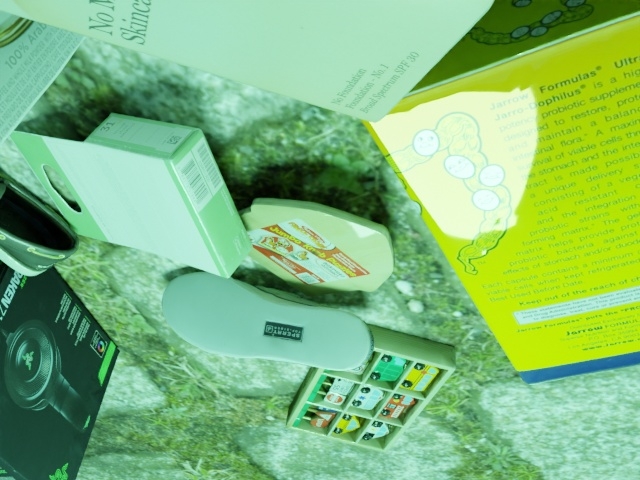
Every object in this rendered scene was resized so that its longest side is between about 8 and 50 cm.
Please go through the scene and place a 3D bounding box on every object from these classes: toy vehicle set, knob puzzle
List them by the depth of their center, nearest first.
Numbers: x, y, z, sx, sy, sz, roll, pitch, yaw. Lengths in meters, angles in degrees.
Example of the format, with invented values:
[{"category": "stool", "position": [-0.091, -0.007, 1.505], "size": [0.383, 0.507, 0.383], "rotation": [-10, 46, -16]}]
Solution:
[{"category": "knob puzzle", "position": [0.000, 0.000, 0.836], "size": [0.213, 0.030, 0.213], "rotation": [13, 152, 7]}, {"category": "toy vehicle set", "position": [0.063, 0.213, 1.079], "size": [0.165, 0.035, 0.267], "rotation": [15, 138, -8]}]

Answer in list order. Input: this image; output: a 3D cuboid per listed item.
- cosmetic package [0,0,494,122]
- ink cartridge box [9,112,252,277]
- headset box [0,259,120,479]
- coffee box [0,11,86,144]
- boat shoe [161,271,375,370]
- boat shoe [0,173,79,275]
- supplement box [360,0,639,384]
[{"category": "cosmetic package", "position": [-0.077, -0.177, 0.390], "size": [0.309, 0.113, 0.160], "rotation": [13, 163, -13]}, {"category": "ink cartridge box", "position": [-0.202, -0.056, 0.809], "size": [0.235, 0.056, 0.171], "rotation": [15, 144, 30]}, {"category": "headset box", "position": [-0.393, 0.175, 0.949], "size": [0.131, 0.246, 0.283], "rotation": [-5, 136, 15]}, {"category": "coffee box", "position": [-0.418, -0.149, 0.467], "size": [0.338, 0.338, 0.334], "rotation": [-2, 140, 35]}, {"category": "boat shoe", "position": [-0.062, 0.101, 0.938], "size": [0.267, 0.096, 0.088], "rotation": [7, 172, 12]}, {"category": "boat shoe", "position": [-0.365, -0.044, 0.830], "size": [0.068, 0.081, 0.228], "rotation": [-20, 139, 24]}, {"category": "supplement box", "position": [0.197, -0.066, 0.625], "size": [0.195, 0.194, 0.356], "rotation": [-16, 133, 25]}]
